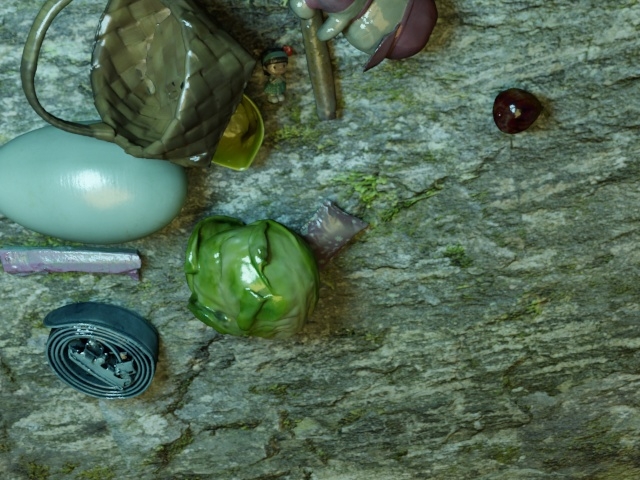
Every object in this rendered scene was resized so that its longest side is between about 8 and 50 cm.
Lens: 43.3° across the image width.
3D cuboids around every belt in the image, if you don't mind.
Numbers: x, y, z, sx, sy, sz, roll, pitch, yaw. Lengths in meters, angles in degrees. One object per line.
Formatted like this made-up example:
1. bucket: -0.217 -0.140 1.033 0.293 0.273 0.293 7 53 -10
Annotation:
1. belt: -0.478 0.236 1.741 0.268 0.116 0.206 31 118 -22

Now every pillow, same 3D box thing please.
1. pillow: 0.000 0.000 1.676 0.118 0.043 0.185 35 112 -22

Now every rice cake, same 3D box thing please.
1. rice cake: -0.514 0.051 1.671 0.291 0.051 0.081 2 119 -4

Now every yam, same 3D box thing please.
1. yam: -0.006 -0.344 1.480 0.046 0.046 0.263 -9 120 2

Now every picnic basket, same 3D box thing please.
1. picnic basket: -0.320 -0.290 1.303 0.337 0.337 0.293 21 115 -14

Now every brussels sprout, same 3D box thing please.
1. brussels sprout: -0.136 0.075 1.597 0.260 0.227 0.294 -12 124 40

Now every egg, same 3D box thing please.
1. egg: -0.431 -0.108 1.486 0.371 0.230 0.229 3 119 1

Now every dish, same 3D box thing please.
1. dish: -0.180 -0.233 1.514 0.149 0.080 0.207 -15 121 9

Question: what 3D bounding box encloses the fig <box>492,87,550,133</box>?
1. fig: 0.393 -0.252 1.544 0.125 0.089 0.088 -14 123 -25

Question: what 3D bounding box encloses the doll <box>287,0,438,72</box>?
1. doll: 0.080 -0.405 1.390 0.256 0.152 0.196 27 105 -29

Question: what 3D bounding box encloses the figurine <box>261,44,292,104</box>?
1. figurine: -0.080 -0.308 1.496 0.060 0.047 0.105 -12 125 -21
